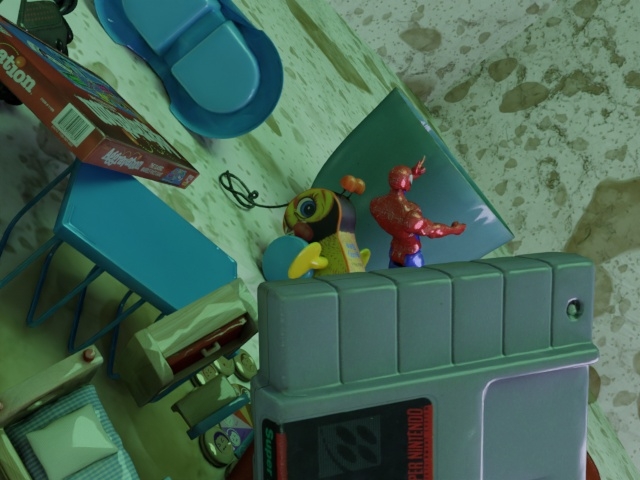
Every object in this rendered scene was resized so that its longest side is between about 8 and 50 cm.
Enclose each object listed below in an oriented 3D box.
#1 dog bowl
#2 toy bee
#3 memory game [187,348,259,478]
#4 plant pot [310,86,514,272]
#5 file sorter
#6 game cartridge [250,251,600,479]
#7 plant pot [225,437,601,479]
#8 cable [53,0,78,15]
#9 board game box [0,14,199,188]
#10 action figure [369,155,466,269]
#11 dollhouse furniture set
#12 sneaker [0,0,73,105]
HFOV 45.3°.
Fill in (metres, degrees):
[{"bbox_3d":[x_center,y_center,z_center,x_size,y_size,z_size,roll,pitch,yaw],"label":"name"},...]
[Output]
[{"bbox_3d":[-0.173,-0.276,1.048,0.297,0.166,0.074,51,7,-7],"label":"dog bowl"},{"bbox_3d":[0.000,0.000,0.967,0.298,0.162,0.195,53,21,-3],"label":"toy bee"},{"bbox_3d":[-0.060,0.179,0.738,0.186,0.012,0.186,46,21,-23],"label":"memory game"},{"bbox_3d":[0.118,-0.049,1.195,0.293,0.235,0.293,47,14,-16],"label":"plant pot"},{"bbox_3d":[-0.160,0.032,0.612,0.170,0.104,0.118,42,22,-30],"label":"file sorter"},{"bbox_3d":[0.070,0.192,0.491,0.068,0.230,0.355,16,-70,62],"label":"game cartridge"},{"bbox_3d":[0.109,0.228,0.688,0.267,0.235,0.267,57,19,-4],"label":"plant pot"},{"bbox_3d":[-0.344,-0.316,0.869,0.150,0.047,0.184,43,22,-29],"label":"cable"},{"bbox_3d":[-0.189,-0.109,0.641,0.145,0.027,0.281,45,3,2],"label":"board game box"},{"bbox_3d":[0.136,0.007,1.010,0.091,0.139,0.280,26,-39,39],"label":"action figure"},{"bbox_3d":[-0.089,0.117,0.462,0.183,0.129,0.129,-29,82,-33],"label":"dollhouse furniture set"},{"bbox_3d":[-0.292,-0.176,0.666,0.135,0.097,0.276,45,19,-19],"label":"sneaker"}]
